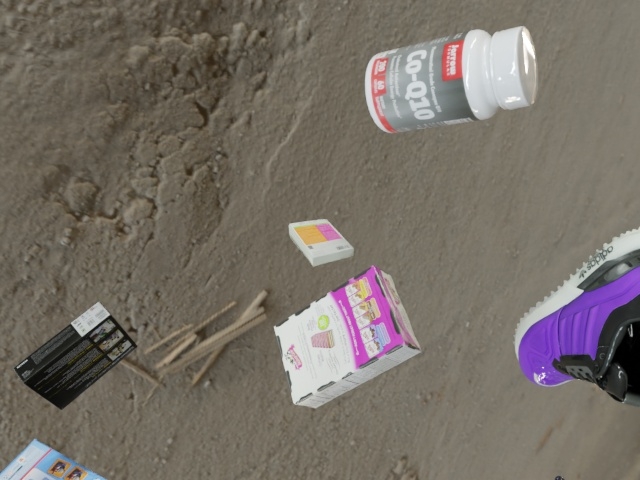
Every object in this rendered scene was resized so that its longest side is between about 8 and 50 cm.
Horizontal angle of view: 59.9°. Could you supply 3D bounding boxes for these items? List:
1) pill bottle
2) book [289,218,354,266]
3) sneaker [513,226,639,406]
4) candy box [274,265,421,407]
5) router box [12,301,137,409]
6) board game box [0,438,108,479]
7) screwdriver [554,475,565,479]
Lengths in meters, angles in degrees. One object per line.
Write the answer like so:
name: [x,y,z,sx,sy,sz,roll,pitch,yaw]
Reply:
pill bottle: [0.241,-0.297,1.035,0.161,0.283,0.161,4,85,-55]
book: [0.000,0.000,1.227,0.096,0.144,0.035,-13,123,-19]
sneaker: [0.315,0.125,0.628,0.293,0.102,0.146,104,-11,-50]
candy box: [0.041,0.173,0.979,0.234,0.159,0.071,-33,143,20]
router box: [-0.444,0.214,1.023,0.179,0.046,0.133,-41,147,-21]
board game box: [-0.521,0.492,1.052,0.160,0.212,0.039,-51,155,-48]
screwdriver: [0.591,0.606,1.279,0.169,0.024,0.025,53,38,-9]
